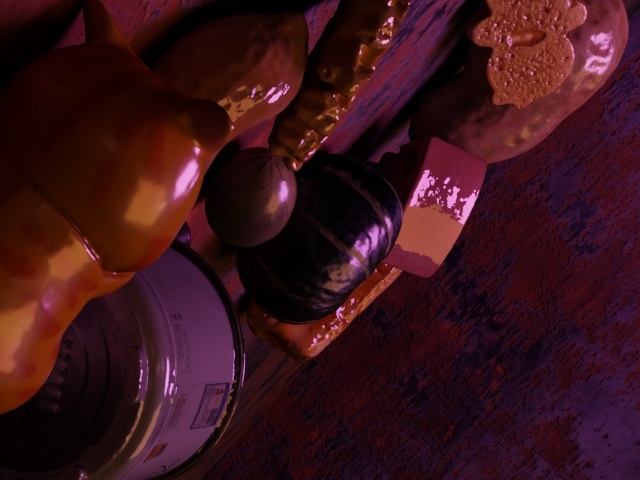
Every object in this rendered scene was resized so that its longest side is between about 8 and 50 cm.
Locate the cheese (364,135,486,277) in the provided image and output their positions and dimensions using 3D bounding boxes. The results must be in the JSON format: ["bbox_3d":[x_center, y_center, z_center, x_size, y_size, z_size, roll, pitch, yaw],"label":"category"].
[{"bbox_3d":[0.157,-0.077,1.736,0.177,0.128,0.203,-47,-147,34],"label":"cheese"}]

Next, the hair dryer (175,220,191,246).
[{"bbox_3d":[-0.152,-0.046,1.152,0.100,0.057,0.198,-30,154,-57],"label":"hair dryer"}]

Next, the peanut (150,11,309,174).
[{"bbox_3d":[-0.109,-0.100,0.929,0.263,0.101,0.117,-44,-178,-16],"label":"peanut"}]

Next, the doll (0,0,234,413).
[{"bbox_3d":[-0.195,-0.012,0.768,0.269,0.166,0.162,-45,173,-14],"label":"doll"}]

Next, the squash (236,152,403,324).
[{"bbox_3d":[0.000,0.000,1.593,0.252,0.165,0.252,-49,180,0],"label":"squash"}]

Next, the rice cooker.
[{"bbox_3d":[-0.199,0.103,1.001,0.227,0.241,0.281,8,88,-73],"label":"rice cooker"}]

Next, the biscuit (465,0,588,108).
[{"bbox_3d":[0.281,-0.280,1.582,0.166,0.036,0.225,-14,131,1],"label":"biscuit"}]

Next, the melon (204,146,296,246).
[{"bbox_3d":[-0.076,-0.048,1.284,0.098,0.098,0.131,-36,170,-42],"label":"melon"}]

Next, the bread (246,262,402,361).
[{"bbox_3d":[0.028,0.056,2.009,0.344,0.149,0.195,-43,-178,-13],"label":"bread"}]

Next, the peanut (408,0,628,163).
[{"bbox_3d":[0.289,-0.239,1.742,0.387,0.192,0.169,-43,-154,26],"label":"peanut"}]

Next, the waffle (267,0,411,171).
[{"bbox_3d":[0.027,-0.179,1.056,0.253,0.056,0.249,-60,-174,15],"label":"waffle"}]
